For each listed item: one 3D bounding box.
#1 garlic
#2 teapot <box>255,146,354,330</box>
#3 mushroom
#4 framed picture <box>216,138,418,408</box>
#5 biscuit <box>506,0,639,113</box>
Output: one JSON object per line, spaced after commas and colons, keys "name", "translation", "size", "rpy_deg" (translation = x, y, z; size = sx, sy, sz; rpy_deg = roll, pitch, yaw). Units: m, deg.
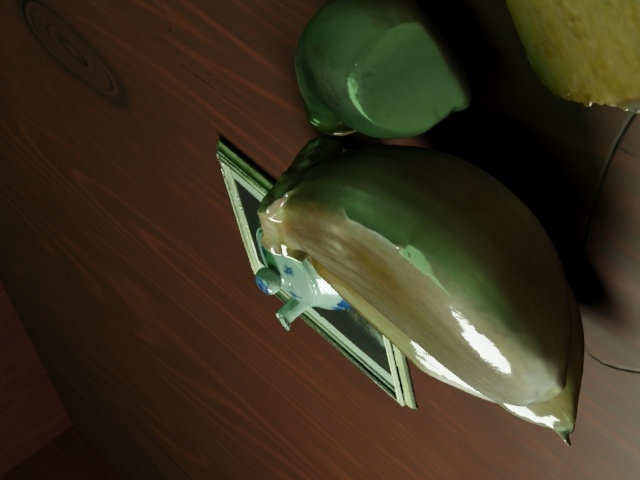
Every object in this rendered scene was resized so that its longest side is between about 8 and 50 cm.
{"name": "garlic", "translation": [0.091, 0.022, 1.355], "size": [0.325, 0.132, 0.279], "rpy_deg": [31, 171, 11]}
{"name": "teapot", "translation": [0.000, 0.000, 1.580], "size": [0.159, 0.159, 0.232], "rpy_deg": [46, 159, 24]}
{"name": "mushroom", "translation": [0.033, -0.140, 1.356], "size": [0.118, 0.103, 0.270], "rpy_deg": [65, 170, -10]}
{"name": "framed picture", "translation": [-0.008, 0.039, 1.863], "size": [0.293, 0.018, 0.231], "rpy_deg": [39, 156, 38]}
{"name": "biscuit", "translation": [0.172, -0.177, 1.071], "size": [0.232, 0.013, 0.237], "rpy_deg": [23, 144, 57]}
